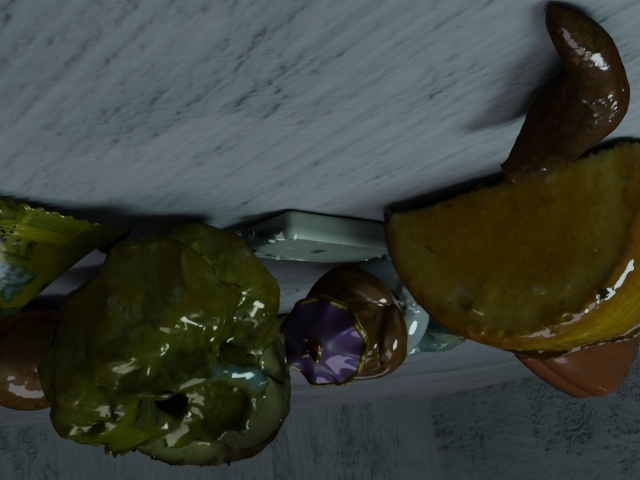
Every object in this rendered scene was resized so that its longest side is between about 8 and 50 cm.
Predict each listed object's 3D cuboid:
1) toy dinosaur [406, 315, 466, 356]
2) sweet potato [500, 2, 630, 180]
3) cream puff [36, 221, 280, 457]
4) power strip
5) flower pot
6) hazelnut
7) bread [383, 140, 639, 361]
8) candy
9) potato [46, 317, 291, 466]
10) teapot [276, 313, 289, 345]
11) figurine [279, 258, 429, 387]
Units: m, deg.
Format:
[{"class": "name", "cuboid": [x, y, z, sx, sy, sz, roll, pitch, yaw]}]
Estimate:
[{"class": "toy dinosaur", "cuboid": [0.174, 0.153, 1.797, 0.205, 0.092, 0.393, -5, 165, -13]}, {"class": "sweet potato", "cuboid": [0.189, -0.104, 0.801, 0.078, 0.058, 0.255, 12, 164, 6]}, {"class": "cream puff", "cuboid": [-0.140, 0.119, 1.068, 0.282, 0.185, 0.282, -46, 160, -23]}, {"class": "power strip", "cuboid": [0.000, 0.000, 1.172, 0.081, 0.035, 0.192, -17, 164, 41]}, {"class": "flower pot", "cuboid": [0.417, 0.164, 1.820, 0.173, 0.190, 0.190, 20, 151, -40]}, {"class": "hazelnut", "cuboid": [-0.374, 0.140, 1.377, 0.150, 0.150, 0.150, -7, 167, -2]}, {"class": "bread", "cuboid": [0.237, 0.027, 1.111, 0.340, 0.179, 0.194, -16, 164, 31]}, {"class": "candy", "cuboid": [-0.345, 0.041, 1.018, 0.297, 0.081, 0.187, -31, 157, 29]}, {"class": "potato", "cuboid": [-0.170, 0.145, 1.302, 0.285, 0.242, 0.242, 8, 167, 1]}, {"class": "teapot", "cuboid": [-0.051, 0.169, 1.736, 0.226, 0.092, 0.145, -13, 163, 27]}, {"class": "figurine", "cuboid": [0.050, 0.098, 1.315, 0.189, 0.142, 0.263, -35, 175, 19]}]
